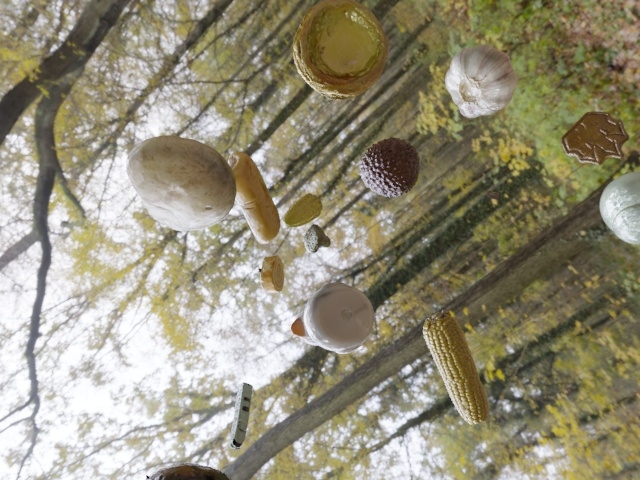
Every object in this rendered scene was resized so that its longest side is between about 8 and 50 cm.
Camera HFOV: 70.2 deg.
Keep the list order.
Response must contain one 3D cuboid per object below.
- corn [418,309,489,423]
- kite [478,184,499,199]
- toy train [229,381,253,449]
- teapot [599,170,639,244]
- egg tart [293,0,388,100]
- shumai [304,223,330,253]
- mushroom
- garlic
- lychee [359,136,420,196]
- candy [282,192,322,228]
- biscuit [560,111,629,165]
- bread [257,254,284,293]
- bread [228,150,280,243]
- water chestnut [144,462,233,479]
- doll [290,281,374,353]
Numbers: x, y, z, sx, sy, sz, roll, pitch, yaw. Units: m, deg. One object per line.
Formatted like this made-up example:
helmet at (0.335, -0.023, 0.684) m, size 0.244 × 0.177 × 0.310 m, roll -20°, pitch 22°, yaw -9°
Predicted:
corn at (0.369, 0.343, 1.242) m, size 0.106 × 0.106 × 0.305 m, roll 2°, pitch -114°, yaw -62°
kite at (0.510, -0.144, 1.388) m, size 0.078 × 0.002 × 0.044 m, roll 26°, pitch -127°, yaw 28°
toy train at (-0.256, 0.565, 1.473) m, size 0.043 × 0.047 × 0.207 m, roll 33°, pitch -140°, yaw -28°
teapot at (0.798, -0.105, 1.098) m, size 0.318 × 0.220 × 0.149 m, roll 54°, pitch -132°, yaw -41°
egg tart at (0.054, -0.543, 1.321) m, size 0.294 × 0.294 × 0.123 m, roll 48°, pitch 169°, yaw -5°
shumai at (0.000, 0.000, 1.297) m, size 0.080 × 0.082 × 0.083 m, roll 11°, pitch -110°, yaw -34°
mushroom at (-0.285, -0.143, 1.033) m, size 0.254 × 0.189 × 0.195 m, roll 59°, pitch -148°, yaw -52°
garlic at (0.578, -0.576, 1.575) m, size 0.245 × 0.253 × 0.245 m, roll 37°, pitch 156°, yaw 20°
lychee at (0.307, -0.313, 1.947) m, size 0.300 × 0.264 × 0.264 m, roll -6°, pitch -127°, yaw -29°
candy at (-0.080, -0.104, 1.782) m, size 0.106 × 0.094 × 0.199 m, roll 47°, pitch -133°, yaw 4°
biscuit at (0.944, -0.343, 1.552) m, size 0.034 × 0.182 × 0.215 m, roll 23°, pitch -155°, yaw -41°
bread at (-0.194, 0.139, 1.819) m, size 0.122 × 0.073 × 0.149 m, roll 60°, pitch -152°, yaw -47°
bread at (-0.197, -0.127, 1.383) m, size 0.305 × 0.091 × 0.142 m, roll 69°, pitch -162°, yaw -46°
water chestnut at (-0.318, 0.688, 1.085) m, size 0.300 × 0.300 × 0.300 m, roll 41°, pitch -157°, yaw -21°
doll at (0.032, 0.243, 1.385) m, size 0.251 × 0.221 × 0.221 m, roll -12°, pitch -125°, yaw -22°
